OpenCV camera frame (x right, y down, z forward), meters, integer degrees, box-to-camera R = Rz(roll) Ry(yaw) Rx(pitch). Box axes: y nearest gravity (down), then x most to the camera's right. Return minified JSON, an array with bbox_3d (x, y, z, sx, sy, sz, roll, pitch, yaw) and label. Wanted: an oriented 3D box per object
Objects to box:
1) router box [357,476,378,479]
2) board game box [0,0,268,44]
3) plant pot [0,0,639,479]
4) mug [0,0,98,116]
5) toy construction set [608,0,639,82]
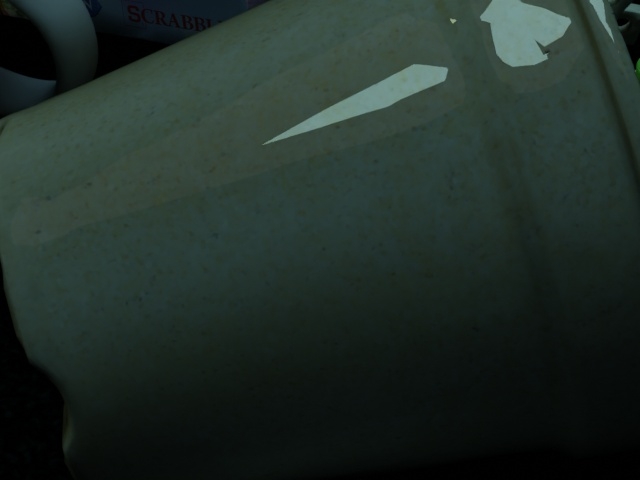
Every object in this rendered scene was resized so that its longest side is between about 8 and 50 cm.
[{"bbox_3d":[-0.040,0.135,0.986,0.122,0.038,0.092,-30,41,-35],"label":"router box"},{"bbox_3d":[-0.125,-0.291,1.642,0.318,0.066,0.318,12,36,25],"label":"board game box"},{"bbox_3d":[0.000,0.000,0.905,0.305,0.334,0.334,-17,33,0],"label":"plant pot"},{"bbox_3d":[-0.339,-0.227,1.346,0.374,0.328,0.276,34,60,-2],"label":"mug"},{"bbox_3d":[0.177,-0.124,1.265,0.215,0.151,0.328,-4,32,3],"label":"toy construction set"}]
